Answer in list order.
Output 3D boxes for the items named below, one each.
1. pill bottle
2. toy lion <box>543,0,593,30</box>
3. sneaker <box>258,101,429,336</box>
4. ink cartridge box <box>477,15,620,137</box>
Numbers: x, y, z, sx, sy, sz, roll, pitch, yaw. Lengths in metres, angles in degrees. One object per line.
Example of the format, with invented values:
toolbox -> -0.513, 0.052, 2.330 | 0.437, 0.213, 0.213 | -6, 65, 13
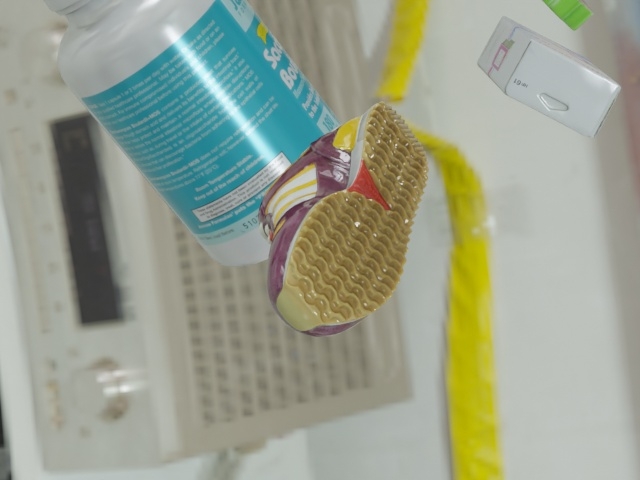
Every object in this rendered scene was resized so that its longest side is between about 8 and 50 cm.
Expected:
pill bottle -> -0.098, -0.118, 1.371 | 0.264, 0.146, 0.146 | 51, 46, -21
toy lion -> 0.102, -0.154, 0.949 | 0.096, 0.034, 0.100 | 29, 23, -51
sneaker -> 0.000, 0.000, 0.982 | 0.069, 0.084, 0.185 | 51, 35, -14
ink cartridge box -> 0.189, -0.137, 1.509 | 0.088, 0.122, 0.052 | 25, 103, -12
